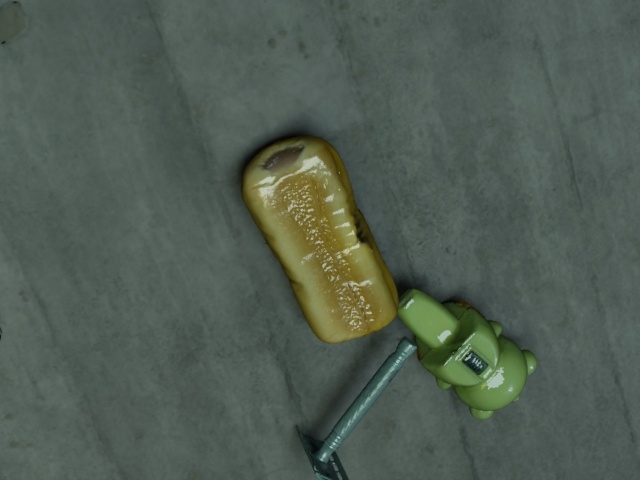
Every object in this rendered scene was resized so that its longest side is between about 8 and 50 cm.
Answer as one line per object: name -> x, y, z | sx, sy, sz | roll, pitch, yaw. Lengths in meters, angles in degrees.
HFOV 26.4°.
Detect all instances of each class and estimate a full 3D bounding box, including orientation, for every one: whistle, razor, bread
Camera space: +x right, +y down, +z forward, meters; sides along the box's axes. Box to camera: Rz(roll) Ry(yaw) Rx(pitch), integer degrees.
whistle -> 0.208, 0.160, 1.999 | 0.131, 0.106, 0.288 | -47, 121, 4
razor -> 0.058, 0.231, 1.953 | 0.068, 0.106, 0.232 | 29, 104, -28
bread -> 0.000, 0.000, 1.859 | 0.142, 0.091, 0.305 | -23, 118, 3

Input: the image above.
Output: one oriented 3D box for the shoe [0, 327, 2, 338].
shoe -> -0.461, 0.178, 1.763 | 0.169, 0.071, 0.099 | -41, 123, 3
